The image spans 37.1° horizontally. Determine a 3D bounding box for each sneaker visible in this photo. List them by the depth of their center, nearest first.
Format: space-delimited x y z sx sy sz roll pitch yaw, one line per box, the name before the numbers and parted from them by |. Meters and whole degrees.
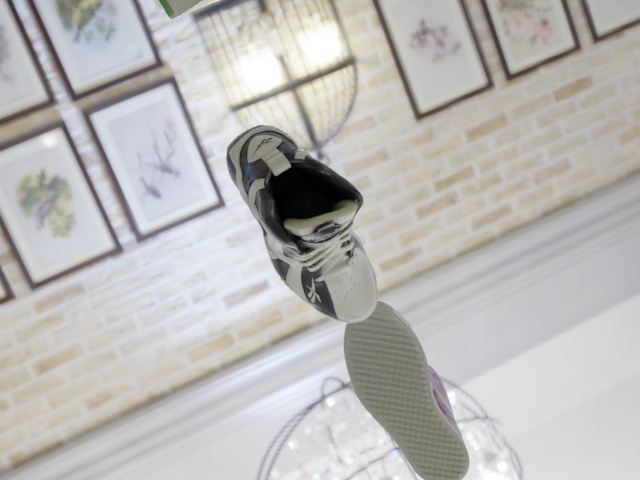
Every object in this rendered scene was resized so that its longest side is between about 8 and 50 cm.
sneaker | 0.000 0.000 0.919 0.094 0.234 0.153 -28 -161 -8
sneaker | 0.105 0.179 1.274 0.102 0.282 0.161 -21 -157 9

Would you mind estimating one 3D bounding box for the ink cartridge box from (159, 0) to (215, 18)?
ink cartridge box | -0.078 -0.340 0.861 0.117 0.201 0.278 -25 -169 34
